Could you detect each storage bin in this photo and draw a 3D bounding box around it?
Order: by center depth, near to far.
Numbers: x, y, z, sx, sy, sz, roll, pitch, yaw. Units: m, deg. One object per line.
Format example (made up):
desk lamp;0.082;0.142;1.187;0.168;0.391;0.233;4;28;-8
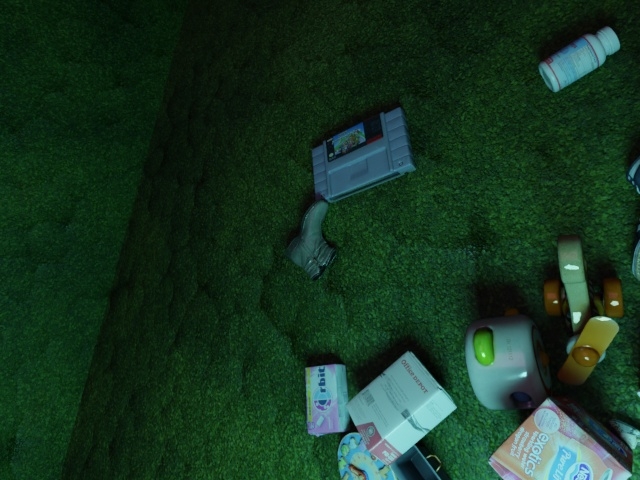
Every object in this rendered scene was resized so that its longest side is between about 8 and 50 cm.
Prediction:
storage bin;0.248;0.542;0.979;0.098;0.091;0.135;-51;52;11

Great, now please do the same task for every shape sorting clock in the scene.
shape sorting clock;0.114;0.594;1.059;0.206;0.040;0.206;13;107;49

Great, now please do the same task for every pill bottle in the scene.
pill bottle;0.643;-0.453;1.043;0.160;0.087;0.087;-31;58;24

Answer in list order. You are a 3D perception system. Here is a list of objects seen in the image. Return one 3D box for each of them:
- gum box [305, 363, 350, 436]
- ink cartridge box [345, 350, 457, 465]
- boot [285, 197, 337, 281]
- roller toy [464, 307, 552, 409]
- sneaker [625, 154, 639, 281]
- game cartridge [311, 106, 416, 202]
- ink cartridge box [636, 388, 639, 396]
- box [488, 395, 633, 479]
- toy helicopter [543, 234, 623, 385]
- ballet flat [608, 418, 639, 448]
gum box;0.019;0.457;1.197;0.107;0.062;0.189;-18;64;31
ink cartridge box;0.190;0.398;1.009;0.218;0.092;0.158;-42;27;1
boot;0.000;0.000;1.378;0.161;0.083;0.247;34;101;32
roller toy;0.410;0.258;0.897;0.146;0.209;0.191;-16;90;32
sneaker;0.695;-0.061;0.862;0.099;0.153;0.282;5;111;9
game cartridge;0.127;-0.275;1.385;0.355;0.068;0.230;-19;67;30
ink cartridge box;0.663;0.342;0.671;0.114;0.198;0.273;-40;54;21
box;0.441;0.387;0.754;0.154;0.300;0.142;-51;51;10
toy helicopter;0.482;0.121;0.784;0.140;0.355;0.235;-4;54;35
ballet flat;0.611;0.383;0.794;0.114;0.041;0.041;19;85;38
